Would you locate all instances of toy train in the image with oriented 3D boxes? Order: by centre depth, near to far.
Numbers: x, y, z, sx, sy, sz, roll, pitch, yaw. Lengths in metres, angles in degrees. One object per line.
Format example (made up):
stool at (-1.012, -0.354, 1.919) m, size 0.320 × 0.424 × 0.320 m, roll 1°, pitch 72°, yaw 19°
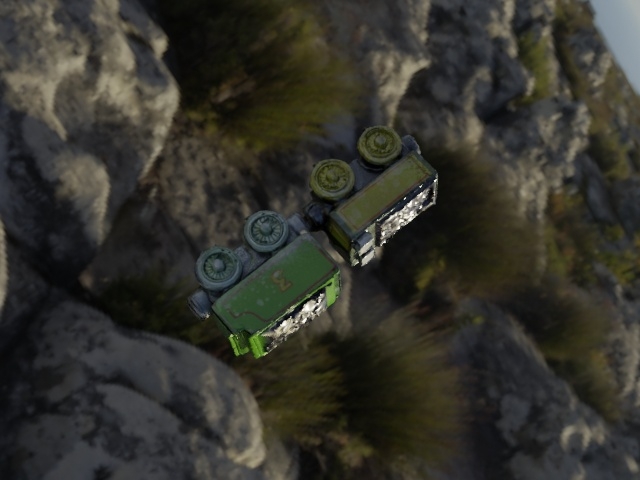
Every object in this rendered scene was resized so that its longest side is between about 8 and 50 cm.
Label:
toy train at (0.000, 0.000, 0.754) m, size 0.081 × 0.202 × 0.060 m, roll 47°, pitch -13°, yaw 21°
